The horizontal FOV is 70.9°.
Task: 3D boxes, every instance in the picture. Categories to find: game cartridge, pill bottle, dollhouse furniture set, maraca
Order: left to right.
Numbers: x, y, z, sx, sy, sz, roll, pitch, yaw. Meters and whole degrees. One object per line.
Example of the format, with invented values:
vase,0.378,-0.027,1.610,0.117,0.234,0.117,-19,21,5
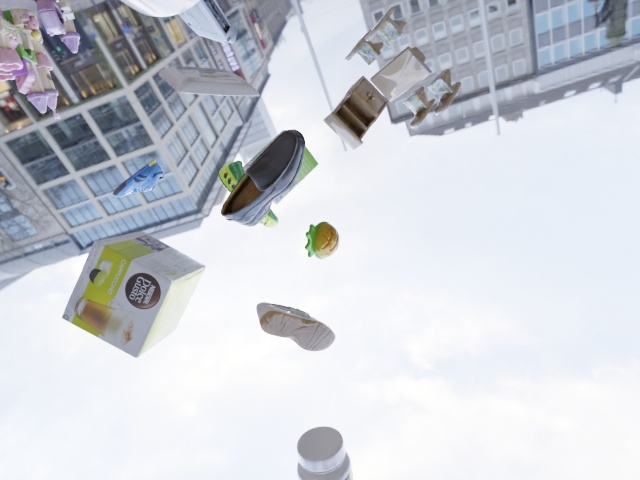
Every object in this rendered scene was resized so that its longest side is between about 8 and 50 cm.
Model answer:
game cartridge,-0.430,-0.800,1.527,0.198,0.297,0.062,30,-95,20
maraca,0.000,0.000,1.458,0.099,0.127,0.186,1,-179,29
pill bottle,0.013,0.515,0.961,0.119,0.208,0.119,-8,-162,3
dollhouse furniture set,0.221,-0.540,1.647,0.256,0.362,0.394,-57,-162,-24

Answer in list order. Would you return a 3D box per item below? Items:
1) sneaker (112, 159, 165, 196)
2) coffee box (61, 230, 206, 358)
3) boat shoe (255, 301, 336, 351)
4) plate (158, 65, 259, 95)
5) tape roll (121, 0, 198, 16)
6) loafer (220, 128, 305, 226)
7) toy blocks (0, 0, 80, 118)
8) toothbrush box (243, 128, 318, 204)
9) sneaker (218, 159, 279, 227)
sneaker,-0.598,-0.191,1.503,0.069,0.082,0.209,-17,-154,35
coffee box,-0.722,0.199,1.794,0.337,0.334,0.338,-63,177,9
boat shoe,-0.067,0.235,1.286,0.098,0.277,0.096,-51,-142,7
plate,-0.384,-0.552,1.540,0.278,0.045,0.277,-8,-146,-30
tape roll,-0.305,-0.525,0.740,0.246,0.246,0.169,-14,-178,15
loafer,-0.083,-0.090,0.659,0.062,0.061,0.170,42,-72,24
toy blocks,-0.792,-0.482,1.229,0.309,0.260,0.288,-15,-170,-7
toothbrush box,-0.183,-0.335,2.040,0.283,0.206,0.122,-45,-152,-12
sneaker,-0.237,-0.168,1.635,0.123,0.295,0.109,-49,-154,-26
